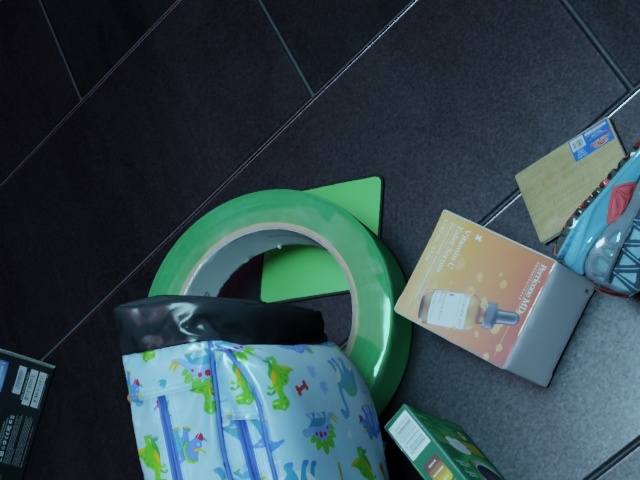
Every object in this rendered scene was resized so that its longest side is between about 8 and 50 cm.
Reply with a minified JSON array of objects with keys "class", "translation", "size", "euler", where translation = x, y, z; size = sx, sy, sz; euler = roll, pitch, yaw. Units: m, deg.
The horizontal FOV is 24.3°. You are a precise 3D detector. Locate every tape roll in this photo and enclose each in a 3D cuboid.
[{"class":"tape roll","translation":[-0.053,0.102,1.763],"size":[0.321,0.077,0.321],"euler":[-6,73,21]}]

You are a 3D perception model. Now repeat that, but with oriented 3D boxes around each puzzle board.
[{"class":"puzzle board","translation":[0.283,-0.066,1.649],"size":[0.128,0.011,0.096],"euler":[-34,53,25]}]

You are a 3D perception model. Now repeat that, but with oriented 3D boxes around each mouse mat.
[{"class":"mouse mat","translation":[0.000,0.000,1.866],"size":[0.190,0.007,0.152],"euler":[-9,67,36]}]

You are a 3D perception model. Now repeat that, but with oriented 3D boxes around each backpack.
[{"class":"backpack","translation":[-0.057,0.240,1.530],"size":[0.273,0.290,0.355],"euler":[-1,83,27]}]

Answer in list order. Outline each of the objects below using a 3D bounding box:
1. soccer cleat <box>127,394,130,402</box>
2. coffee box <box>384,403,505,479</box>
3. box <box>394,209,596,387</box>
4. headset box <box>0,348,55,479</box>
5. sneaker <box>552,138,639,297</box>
[{"class":"soccer cleat","translation":[-0.158,0.311,1.798],"size":[0.109,0.116,0.318],"euler":[-36,53,24]},{"class":"coffee box","translation":[0.154,0.254,1.561],"size":[0.040,0.113,0.184],"euler":[-51,50,11]},{"class":"box","translation":[0.190,0.062,1.622],"size":[0.170,0.091,0.130],"euler":[26,91,43]},{"class":"headset box","translation":[-0.548,0.263,2.139],"size":[0.283,0.131,0.246],"euler":[7,77,42]},{"class":"sneaker","translation":[0.363,-0.049,1.536],"size":[0.125,0.104,0.262],"euler":[42,90,6]}]
